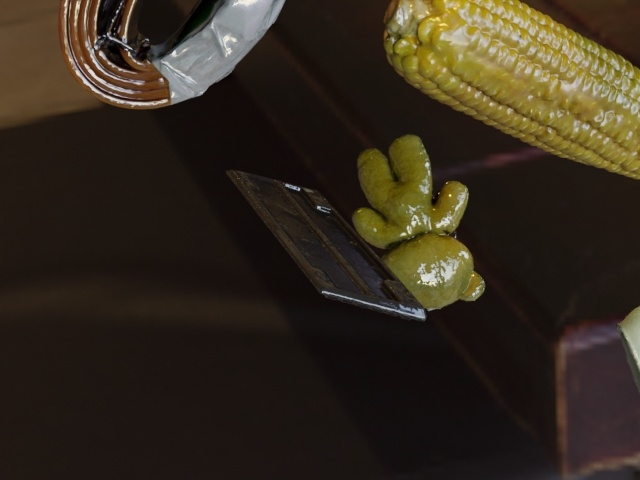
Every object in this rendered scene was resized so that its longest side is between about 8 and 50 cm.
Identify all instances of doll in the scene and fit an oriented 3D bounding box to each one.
[{"bbox_3d":[0.108,-0.016,2.019,0.137,0.097,0.209,-13,73,0],"label":"doll"}]

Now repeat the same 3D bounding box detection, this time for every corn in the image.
[{"bbox_3d":[0.211,-0.146,1.626,0.363,0.120,0.120,20,18,-27],"label":"corn"}]

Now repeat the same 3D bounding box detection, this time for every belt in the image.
[{"bbox_3d":[-0.126,-0.239,1.589,0.184,0.261,0.105,30,10,-9],"label":"belt"}]

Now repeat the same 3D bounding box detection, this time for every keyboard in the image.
[{"bbox_3d":[0.000,0.000,0.994,0.067,0.011,0.202,14,15,-22],"label":"keyboard"}]

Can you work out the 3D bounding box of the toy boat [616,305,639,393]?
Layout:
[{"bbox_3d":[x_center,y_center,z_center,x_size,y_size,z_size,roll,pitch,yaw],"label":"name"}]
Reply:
[{"bbox_3d":[0.347,0.154,1.659,0.079,0.208,0.134,-19,9,6],"label":"toy boat"}]
